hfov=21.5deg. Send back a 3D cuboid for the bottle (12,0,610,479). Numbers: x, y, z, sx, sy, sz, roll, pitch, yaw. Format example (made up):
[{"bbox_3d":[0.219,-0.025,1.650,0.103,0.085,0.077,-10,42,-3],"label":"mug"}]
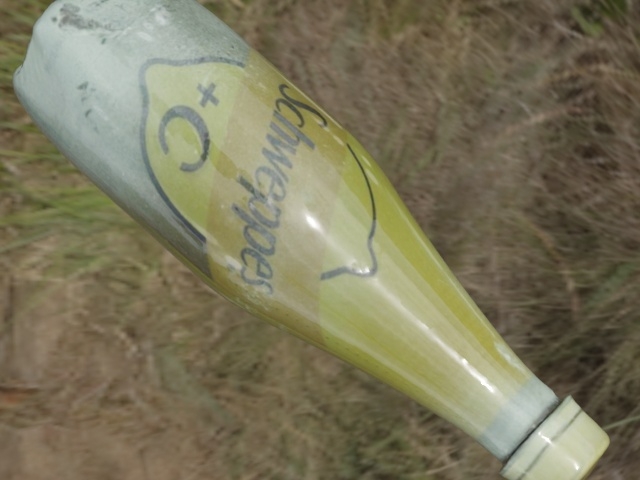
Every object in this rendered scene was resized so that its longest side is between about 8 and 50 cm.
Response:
[{"bbox_3d":[0.000,0.000,0.650,0.269,0.083,0.083,40,99,9],"label":"bottle"}]
